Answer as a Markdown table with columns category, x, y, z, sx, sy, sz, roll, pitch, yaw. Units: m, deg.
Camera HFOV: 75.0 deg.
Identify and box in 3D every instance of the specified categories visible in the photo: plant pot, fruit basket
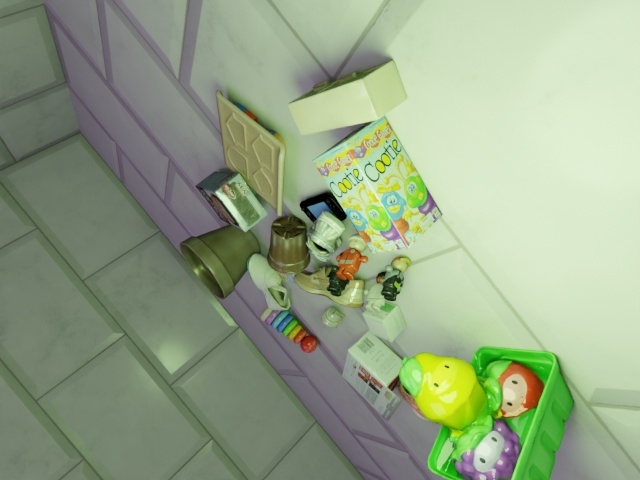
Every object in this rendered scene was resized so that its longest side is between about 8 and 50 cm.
| category | x | y | z | sx | sy | sz | roll | pitch | yaw |
| --- | --- | --- | --- | --- | --- | --- | --- | --- | --- |
| plant pot | -0.447 | 0.064 | 1.959 | 0.323 | 0.280 | 0.323 | 36 | 150 | 25 |
| plant pot | -0.117 | 0.008 | 1.538 | 0.167 | 0.167 | 0.165 | 34 | 141 | 29 |
| fruit basket | 0.388 | 0.408 | 1.031 | 0.392 | 0.392 | 0.283 | 55 | 153 | -9 |

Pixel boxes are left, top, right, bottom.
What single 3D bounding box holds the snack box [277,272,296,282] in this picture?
| category | x | y | z | sx | sy | sz | roll | pitch | yaw |
| --- | --- | --- | --- | --- | --- | --- | --- | --- | --- |
| snack box | -0.149 | 0.139 | 1.868 | 0.141 | 0.037 | 0.100 | -2 | 124 | 57 |

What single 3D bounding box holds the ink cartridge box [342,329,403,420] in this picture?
| category | x | y | z | sx | sy | sz | roll | pitch | yaw |
| --- | --- | --- | --- | --- | --- | --- | --- | --- | --- |
| ink cartridge box | 0.236 | 0.557 | 1.703 | 0.272 | 0.130 | 0.309 | 41 | 152 | 23 |

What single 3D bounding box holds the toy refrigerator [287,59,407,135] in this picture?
| category | x | y | z | sx | sy | sz | roll | pitch | yaw |
| --- | --- | --- | --- | --- | --- | --- | --- | --- | --- |
| toy refrigerator | 0.048 | -0.313 | 0.929 | 0.270 | 0.102 | 0.094 | 8 | 131 | 54 |

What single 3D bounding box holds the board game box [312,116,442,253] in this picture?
| category | x | y | z | sx | sy | sz | roll | pitch | yaw |
| --- | --- | --- | --- | --- | --- | --- | --- | --- | --- |
| board game box | 0.135 | -0.125 | 0.986 | 0.275 | 0.144 | 0.142 | 56 | 152 | -12 |

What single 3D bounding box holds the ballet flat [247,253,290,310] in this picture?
| category | x | y | z | sx | sy | sz | roll | pitch | yaw |
| --- | --- | --- | --- | --- | --- | --- | --- | --- | --- |
| ballet flat | -0.228 | 0.207 | 2.004 | 0.139 | 0.139 | 0.400 | 30 | 151 | 35 |

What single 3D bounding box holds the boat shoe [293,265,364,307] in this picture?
| category | x | y | z | sx | sy | sz | roll | pitch | yaw |
| --- | --- | --- | --- | --- | --- | --- | --- | --- | --- |
| boat shoe | 0.033 | 0.149 | 1.546 | 0.341 | 0.122 | 0.110 | 16 | 100 | 44 |

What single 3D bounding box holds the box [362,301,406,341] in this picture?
| category | x | y | z | sx | sy | sz | roll | pitch | yaw |
| --- | --- | --- | --- | --- | --- | --- | --- | --- | --- |
| box | 0.218 | 0.271 | 1.423 | 0.101 | 0.087 | 0.101 | 12 | 135 | 51 |

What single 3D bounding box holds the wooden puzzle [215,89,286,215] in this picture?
| category | x | y | z | sx | sy | sz | roll | pitch | yaw |
| --- | --- | --- | --- | --- | --- | --- | --- | --- | --- |
| wooden puzzle | -0.216 | -0.291 | 1.394 | 0.348 | 0.081 | 0.322 | 45 | 153 | 20 |

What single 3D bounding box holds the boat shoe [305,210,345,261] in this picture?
| category | x | y | z | sx | sy | sz | roll | pitch | yaw |
| --- | --- | --- | --- | --- | --- | --- | --- | --- | --- |
| boat shoe | 0.002 | 0.001 | 1.326 | 0.118 | 0.103 | 0.320 | 38 | 166 | 1 |

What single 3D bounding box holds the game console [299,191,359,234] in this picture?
| category | x | y | z | sx | sy | sz | roll | pitch | yaw |
| --- | --- | --- | --- | --- | --- | --- | --- | --- | --- |
| game console | 0.055 | -0.091 | 1.263 | 0.213 | 0.044 | 0.361 | 57 | 153 | -13 |

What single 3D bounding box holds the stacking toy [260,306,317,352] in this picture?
| category | x | y | z | sx | sy | sz | roll | pitch | yaw |
| --- | --- | --- | --- | --- | --- | --- | --- | --- | --- |
| stacking toy | -0.156 | 0.470 | 2.212 | 0.330 | 0.141 | 0.141 | 40 | 152 | 8 |

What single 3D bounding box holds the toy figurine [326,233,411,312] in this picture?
| category | x | y | z | sx | sy | sz | roll | pitch | yaw |
| --- | --- | --- | --- | --- | --- | --- | --- | --- | --- |
| toy figurine | 0.139 | 0.097 | 1.235 | 0.210 | 0.148 | 0.213 | 24 | 151 | 2 |

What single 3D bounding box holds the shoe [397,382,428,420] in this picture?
| category | x | y | z | sx | sy | sz | roll | pitch | yaw |
| --- | --- | --- | --- | --- | --- | --- | --- | --- | --- |
| shoe | 0.381 | 0.636 | 1.659 | 0.178 | 0.064 | 0.081 | 42 | 157 | 28 |

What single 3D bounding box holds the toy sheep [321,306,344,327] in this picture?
| category | x | y | z | sx | sy | sz | roll | pitch | yaw |
| --- | --- | --- | --- | --- | --- | --- | --- | --- | --- |
| toy sheep | 0.048 | 0.323 | 1.756 | 0.091 | 0.091 | 0.132 | 44 | 139 | 12 |

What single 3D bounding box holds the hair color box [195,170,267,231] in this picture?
| category | x | y | z | sx | sy | sz | roll | pitch | yaw |
| --- | --- | --- | --- | --- | --- | --- | --- | --- | --- |
| hair color box | -0.359 | -0.162 | 1.640 | 0.185 | 0.114 | 0.375 | 56 | 163 | -24 |
